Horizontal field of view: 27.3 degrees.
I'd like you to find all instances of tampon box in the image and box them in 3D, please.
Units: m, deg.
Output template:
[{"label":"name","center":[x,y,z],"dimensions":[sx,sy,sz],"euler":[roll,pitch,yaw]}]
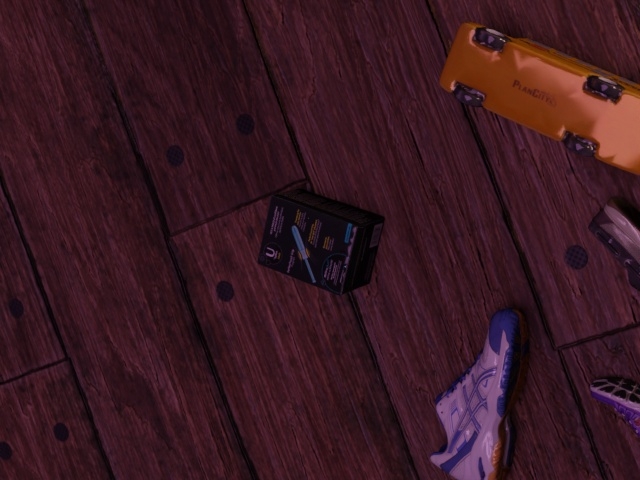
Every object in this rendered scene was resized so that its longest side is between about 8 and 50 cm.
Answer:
[{"label":"tampon box","center":[0.000,0.000,2.112],"dimensions":[0.161,0.101,0.120],"euler":[21,107,24]}]

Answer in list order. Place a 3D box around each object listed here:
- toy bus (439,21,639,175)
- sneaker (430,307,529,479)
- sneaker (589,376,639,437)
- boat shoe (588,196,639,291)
[{"label":"toy bus","center":[0.343,-0.206,1.876],"dimensions":[0.333,0.130,0.108],"euler":[27,111,22]},{"label":"sneaker","center":[0.237,0.239,2.023],"dimensions":[0.131,0.112,0.296],"euler":[15,105,25]},{"label":"sneaker","center":[0.468,0.260,1.930],"dimensions":[0.170,0.068,0.071],"euler":[29,117,20]},{"label":"boat shoe","center":[0.472,0.039,1.885],"dimensions":[0.223,0.080,0.073],"euler":[53,123,16]}]
